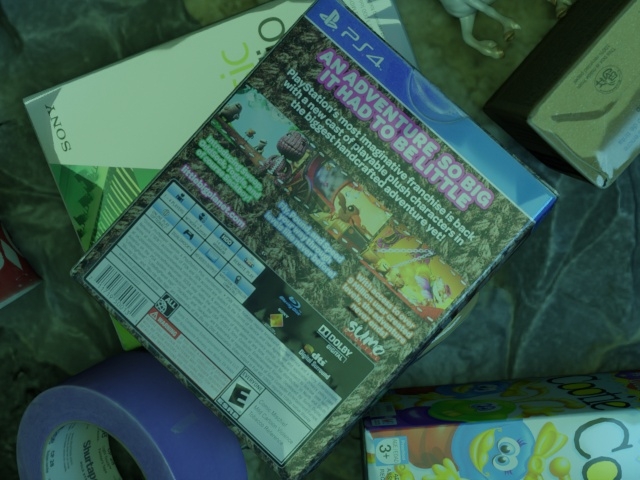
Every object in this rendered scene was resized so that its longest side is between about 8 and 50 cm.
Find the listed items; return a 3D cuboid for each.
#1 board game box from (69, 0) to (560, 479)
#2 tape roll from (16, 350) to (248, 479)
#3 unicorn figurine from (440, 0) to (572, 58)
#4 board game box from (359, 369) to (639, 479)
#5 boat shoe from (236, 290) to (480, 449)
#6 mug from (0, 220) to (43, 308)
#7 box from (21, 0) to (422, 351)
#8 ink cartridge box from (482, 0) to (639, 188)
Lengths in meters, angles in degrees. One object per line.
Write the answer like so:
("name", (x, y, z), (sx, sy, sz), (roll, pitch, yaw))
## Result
("board game box", (0.000, 0.000, 1.174), (0.232, 0.141, 0.291), (43, 92, 7))
("tape roll", (-0.156, 0.192, 1.249), (0.189, 0.080, 0.189), (16, 117, 33))
("unicorn figurine", (0.135, -0.211, 1.269), (0.162, 0.060, 0.111), (-29, 69, -28))
("board game box", (0.175, 0.199, 1.277), (0.275, 0.142, 0.144), (-5, 97, -1))
("boat shoe", (0.006, 0.094, 1.289), (0.285, 0.092, 0.103), (-33, 76, 4))
("mug", (-0.337, -0.001, 1.262), (0.150, 0.113, 0.169), (-30, 92, 0))
("box", (-0.060, -0.071, 1.287), (0.322, 0.058, 0.232), (-22, 96, 1))
("ink cartridge box", (0.251, -0.160, 1.217), (0.088, 0.193, 0.234), (41, 94, -7))
